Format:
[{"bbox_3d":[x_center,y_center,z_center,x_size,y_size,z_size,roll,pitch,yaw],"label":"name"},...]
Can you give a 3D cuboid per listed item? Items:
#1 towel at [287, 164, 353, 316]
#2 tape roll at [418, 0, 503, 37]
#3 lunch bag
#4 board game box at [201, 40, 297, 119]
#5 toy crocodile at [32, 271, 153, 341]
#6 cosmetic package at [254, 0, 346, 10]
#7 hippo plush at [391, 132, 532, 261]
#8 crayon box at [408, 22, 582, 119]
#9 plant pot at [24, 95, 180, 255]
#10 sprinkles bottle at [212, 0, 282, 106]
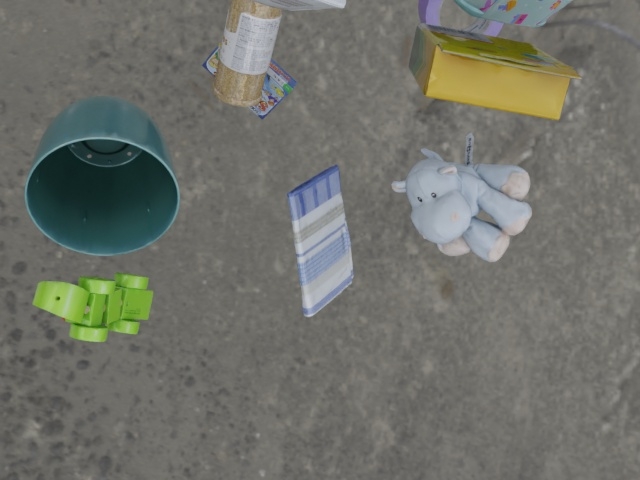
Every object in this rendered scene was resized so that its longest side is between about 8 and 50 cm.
[{"bbox_3d":[0.000,0.000,1.848,0.209,0.034,0.285,-38,126,-52],"label":"towel"},{"bbox_3d":[0.323,-0.529,1.973,0.080,0.189,0.189,-104,169,-60],"label":"tape roll"},{"bbox_3d":[0.325,-0.506,1.563,0.279,0.108,0.224,-5,64,-41],"label":"lunch bag"},{"bbox_3d":[-0.173,-0.405,2.097,0.201,0.136,0.035,41,43,-12],"label":"board game box"},{"bbox_3d":[-0.407,0.117,1.607,0.340,0.105,0.115,4,96,-76],"label":"toy crocodile"},{"bbox_3d":[-0.021,-0.418,1.098,0.085,0.117,0.231,1,98,-48],"label":"cosmetic package"},{"bbox_3d":[0.295,-0.102,1.788,0.236,0.234,0.294,8,69,-58],"label":"hippo plush"},{"bbox_3d":[0.249,-0.257,1.303,0.318,0.202,0.081,-86,-173,-71],"label":"crayon box"},{"bbox_3d":[-0.437,-0.156,1.748,0.293,0.293,0.235,47,20,-39],"label":"plant pot"},{"bbox_3d":[-0.149,-0.469,1.885,0.121,0.121,0.355,-27,146,-43],"label":"sprinkles bottle"}]
